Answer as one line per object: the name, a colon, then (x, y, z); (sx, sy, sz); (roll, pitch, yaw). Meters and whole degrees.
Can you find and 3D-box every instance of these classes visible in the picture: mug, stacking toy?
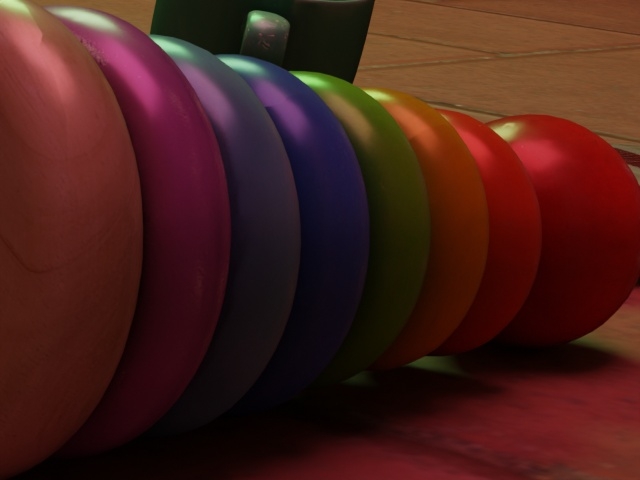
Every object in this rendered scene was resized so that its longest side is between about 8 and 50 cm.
mug: (-0.046, -0.120, 1.185); (0.129, 0.097, 0.157); (26, 24, 24)
stacking toy: (0.000, 0.000, 0.653); (0.141, 0.141, 0.330); (16, 11, 43)

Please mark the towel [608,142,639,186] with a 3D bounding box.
towel: (0.188, -0.021, 1.005); (0.329, 0.037, 0.237); (2, 10, -20)
